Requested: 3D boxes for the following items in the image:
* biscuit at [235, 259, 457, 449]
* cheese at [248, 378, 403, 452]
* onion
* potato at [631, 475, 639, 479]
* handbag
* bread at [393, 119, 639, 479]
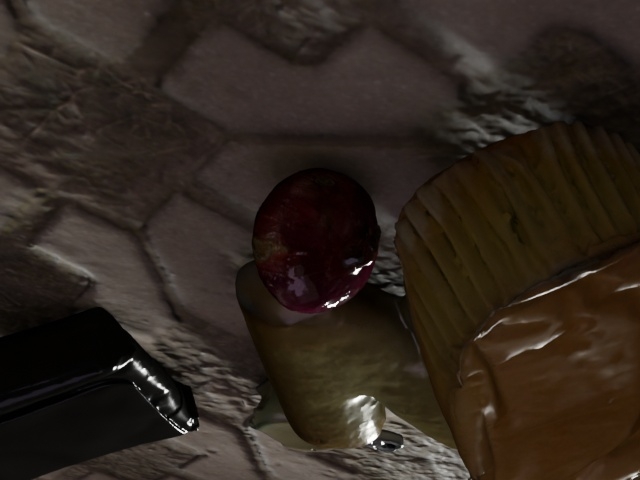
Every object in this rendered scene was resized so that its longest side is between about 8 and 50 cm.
[{"bbox_3d":[0.063,0.105,1.252,0.237,0.062,0.290,1,147,10],"label":"biscuit"},{"bbox_3d":[0.002,0.186,1.459,0.092,0.047,0.171,-16,145,38],"label":"cheese"},{"bbox_3d":[0.000,0.000,1.044,0.097,0.107,0.107,3,156,39],"label":"onion"},{"bbox_3d":[0.314,0.198,1.338,0.061,0.122,0.086,4,154,-11],"label":"potato"},{"bbox_3d":[-0.263,0.156,1.397,0.247,0.080,0.223,-18,152,8],"label":"handbag"},{"bbox_3d":[0.162,0.051,1.017,0.204,0.156,0.288,-25,137,4],"label":"bread"}]
